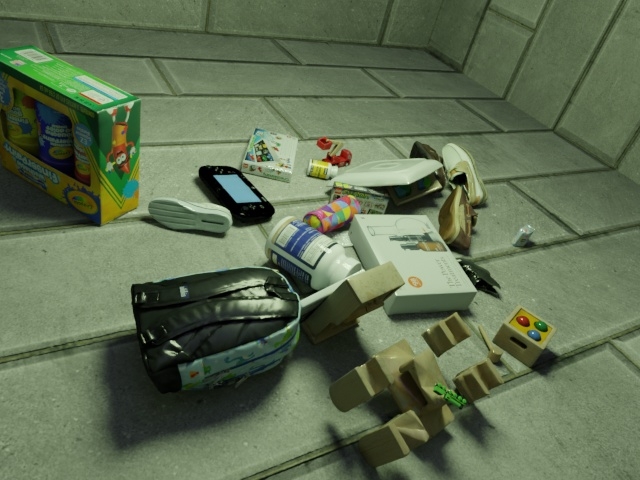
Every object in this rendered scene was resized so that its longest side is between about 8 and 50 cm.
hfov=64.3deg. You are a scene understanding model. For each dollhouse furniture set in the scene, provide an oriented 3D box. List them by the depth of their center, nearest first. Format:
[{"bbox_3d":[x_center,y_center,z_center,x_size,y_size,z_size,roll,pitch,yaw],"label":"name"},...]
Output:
[{"bbox_3d":[0.159,0.295,1.250,0.362,0.256,0.394,-18,69,-37],"label":"dollhouse furniture set"}]

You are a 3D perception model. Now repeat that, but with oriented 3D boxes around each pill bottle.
[{"bbox_3d":[-0.021,0.052,1.495,0.264,0.153,0.153,32,39,20],"label":"pill bottle"},{"bbox_3d":[0.007,-0.281,2.020,0.116,0.065,0.065,10,36,-7],"label":"pill bottle"}]

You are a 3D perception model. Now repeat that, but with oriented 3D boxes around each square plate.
[{"bbox_3d":[0.248,-0.265,1.951,0.347,0.049,0.344,3,20,34],"label":"square plate"}]

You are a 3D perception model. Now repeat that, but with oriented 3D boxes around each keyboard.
[{"bbox_3d":[0.000,0.000,1.690,0.255,0.014,0.072,-4,40,-25],"label":"keyboard"}]

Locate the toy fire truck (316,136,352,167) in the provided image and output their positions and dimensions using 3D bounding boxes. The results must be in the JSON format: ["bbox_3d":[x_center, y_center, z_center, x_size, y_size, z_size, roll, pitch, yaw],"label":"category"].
[{"bbox_3d":[0.060,-0.363,2.088,0.192,0.135,0.047,-19,48,-38],"label":"toy fire truck"}]

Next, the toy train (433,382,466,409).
[{"bbox_3d":[0.281,0.339,1.105,0.083,0.017,0.024,34,58,-5],"label":"toy train"}]

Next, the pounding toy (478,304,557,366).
[{"bbox_3d":[0.555,0.272,1.473,0.181,0.094,0.206,36,40,25],"label":"pounding toy"}]

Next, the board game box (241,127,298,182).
[{"bbox_3d":[-0.197,-0.348,2.040,0.192,0.053,0.305,13,36,-6],"label":"board game box"}]

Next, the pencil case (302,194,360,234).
[{"bbox_3d":[0.042,-0.079,1.725,0.104,0.104,0.236,35,36,24],"label":"pencil case"}]

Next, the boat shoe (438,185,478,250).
[{"bbox_3d":[0.529,-0.082,1.927,0.123,0.123,0.342,29,36,-5],"label":"boat shoe"}]

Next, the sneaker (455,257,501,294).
[{"bbox_3d":[0.515,0.118,1.697,0.170,0.051,0.089,23,32,4],"label":"sneaker"}]

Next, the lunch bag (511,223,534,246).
[{"bbox_3d":[0.777,-0.016,1.959,0.083,0.071,0.053,-22,54,-43],"label":"lunch bag"}]

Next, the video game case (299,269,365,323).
[{"bbox_3d":[0.021,0.150,1.327,0.190,0.173,0.022,-25,72,-18],"label":"video game case"}]

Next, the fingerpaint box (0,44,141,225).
[{"bbox_3d":[-0.758,-0.313,1.512,0.444,0.371,0.163,29,38,16],"label":"fingerpaint box"}]

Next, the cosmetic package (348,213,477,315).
[{"bbox_3d":[0.284,0.065,1.639,0.284,0.097,0.377,-2,42,-20],"label":"cosmetic package"}]

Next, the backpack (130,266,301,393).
[{"bbox_3d":[-0.219,0.194,1.181,0.355,0.273,0.290,-23,45,-13],"label":"backpack"}]

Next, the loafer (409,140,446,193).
[{"bbox_3d":[0.489,-0.325,2.203,0.130,0.134,0.366,8,37,-10],"label":"loafer"}]

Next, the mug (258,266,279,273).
[{"bbox_3d":[-0.159,0.109,1.461,0.064,0.078,0.062,16,68,15],"label":"mug"}]

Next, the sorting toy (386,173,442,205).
[{"bbox_3d":[0.362,-0.235,2.043,0.193,0.038,0.208,-22,39,3],"label":"sorting toy"}]

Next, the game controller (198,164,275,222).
[{"bbox_3d":[-0.291,-0.169,1.759,0.166,0.067,0.319,-15,47,-35],"label":"game controller"}]

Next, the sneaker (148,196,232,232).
[{"bbox_3d":[-0.404,-0.081,1.597,0.258,0.094,0.091,14,18,-9],"label":"sneaker"}]

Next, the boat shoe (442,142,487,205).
[{"bbox_3d":[0.591,-0.284,2.142,0.103,0.113,0.302,-10,64,-38],"label":"boat shoe"}]

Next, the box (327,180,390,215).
[{"bbox_3d":[0.137,-0.139,1.842,0.206,0.114,0.036,11,36,-8],"label":"box"}]
